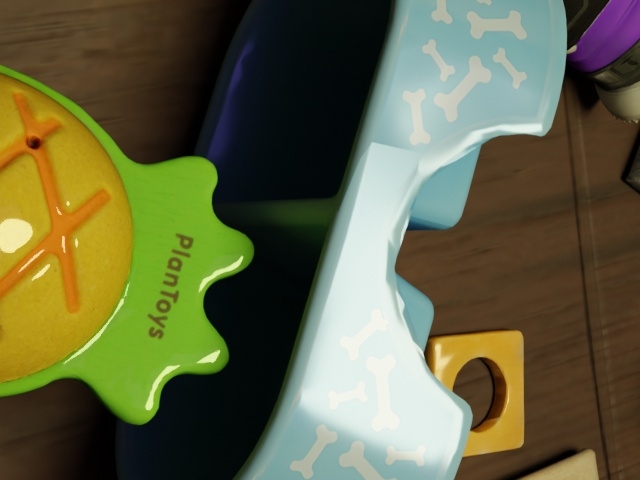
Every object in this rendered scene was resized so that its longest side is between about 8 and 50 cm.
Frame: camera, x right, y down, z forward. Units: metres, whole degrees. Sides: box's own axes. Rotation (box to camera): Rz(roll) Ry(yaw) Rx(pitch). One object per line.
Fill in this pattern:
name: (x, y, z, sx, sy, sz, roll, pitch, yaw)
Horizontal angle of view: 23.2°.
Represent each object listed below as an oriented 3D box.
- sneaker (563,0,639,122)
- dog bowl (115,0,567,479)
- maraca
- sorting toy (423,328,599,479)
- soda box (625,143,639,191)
sneaker: (0.200, -0.214, 0.789, 0.146, 0.102, 0.293, 36, 90, -22)
dog bowl: (0.000, 0.000, 0.640, 0.074, 0.166, 0.297, 22, 78, -31)
maraca: (-0.117, -0.001, 0.575, 0.185, 0.099, 0.127, 17, 77, -13)
sorting toy: (0.096, 0.217, 0.789, 0.196, 0.047, 0.348, -17, 101, -36)
soda box: (0.310, -0.011, 0.917, 0.286, 0.091, 0.098, 34, 71, -33)
